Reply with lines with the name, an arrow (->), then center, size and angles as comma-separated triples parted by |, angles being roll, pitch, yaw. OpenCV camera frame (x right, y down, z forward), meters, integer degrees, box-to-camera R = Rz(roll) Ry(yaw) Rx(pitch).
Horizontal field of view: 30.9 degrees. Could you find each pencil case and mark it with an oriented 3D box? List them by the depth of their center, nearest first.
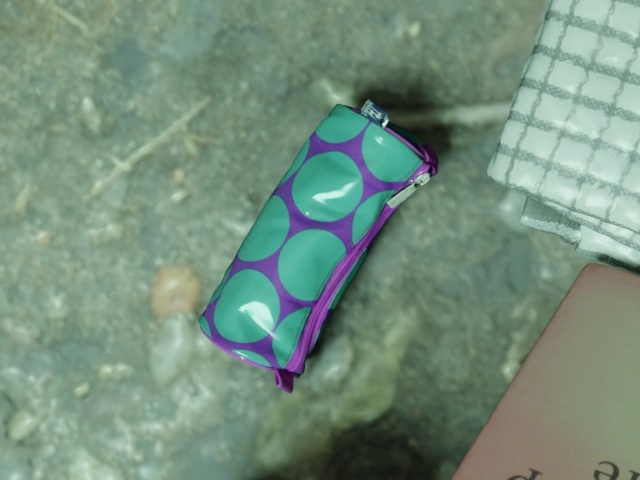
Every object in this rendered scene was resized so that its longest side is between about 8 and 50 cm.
pencil case -> 0.000, 0.000, 0.618 | 0.070, 0.064, 0.151 | 34, 93, 35

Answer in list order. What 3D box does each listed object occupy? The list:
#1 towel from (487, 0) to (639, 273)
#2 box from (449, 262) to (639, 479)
towel -> 0.247, -0.076, 0.545 | 0.284, 0.121, 0.234 | 21, 98, 20
box -> 0.133, 0.142, 0.484 | 0.149, 0.126, 0.232 | 17, 49, 29
